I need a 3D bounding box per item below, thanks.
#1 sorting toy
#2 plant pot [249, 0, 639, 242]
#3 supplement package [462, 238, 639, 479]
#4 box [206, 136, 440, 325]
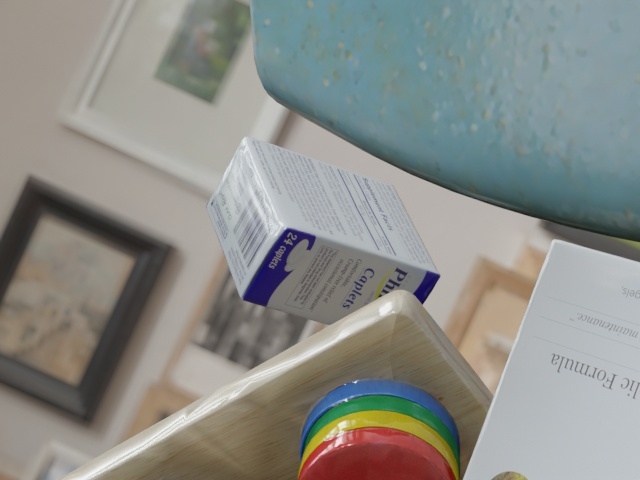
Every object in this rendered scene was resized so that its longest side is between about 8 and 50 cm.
[{"bbox_3d":[0.013,0.198,1.113,0.255,0.257,0.089,51,22,-21],"label":"sorting toy"},{"bbox_3d":[0.118,-0.112,0.484,0.252,0.247,0.248,-3,2,25],"label":"plant pot"},{"bbox_3d":[0.147,0.144,0.868,0.139,0.244,0.134,17,-6,42],"label":"supplement package"},{"bbox_3d":[0.000,0.000,1.432,0.137,0.072,0.126,17,28,-27],"label":"box"}]
